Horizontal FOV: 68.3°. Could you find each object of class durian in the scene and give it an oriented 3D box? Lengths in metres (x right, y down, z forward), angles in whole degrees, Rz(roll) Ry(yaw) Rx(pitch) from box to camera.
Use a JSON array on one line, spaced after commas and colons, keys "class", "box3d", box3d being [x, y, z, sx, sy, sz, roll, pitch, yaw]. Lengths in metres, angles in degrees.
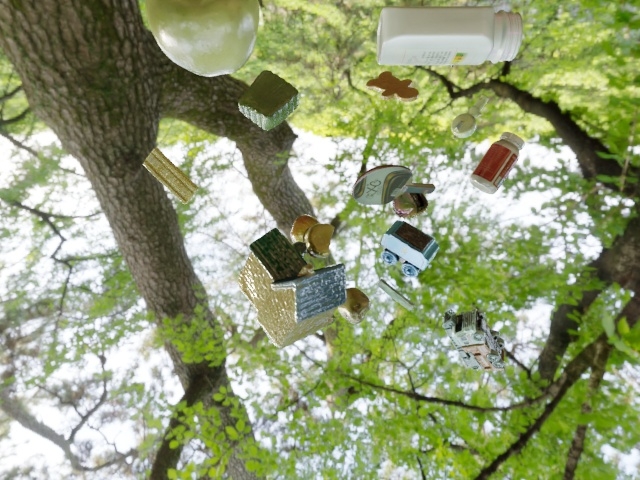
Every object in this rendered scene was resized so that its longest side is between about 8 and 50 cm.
[{"class": "durian", "box3d": [0.322, -0.140, 1.748, 0.119, 0.108, 0.186, 7, -130, -43]}]

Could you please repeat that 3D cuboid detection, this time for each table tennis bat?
[{"class": "table tennis bat", "box3d": [0.229, -0.165, 1.444, 0.301, 0.173, 0.022, 1, -127, -30]}]

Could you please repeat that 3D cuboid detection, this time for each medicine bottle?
[{"class": "medicine bottle", "box3d": [0.303, -0.487, 1.129, 0.324, 0.124, 0.179, 2, -179, 1]}, {"class": "medicine bottle", "box3d": [0.747, -0.326, 1.992, 0.131, 0.250, 0.131, 33, -178, -2]}]

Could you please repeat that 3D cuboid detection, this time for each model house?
[{"class": "model house", "box3d": [-0.100, 0.157, 1.880, 0.334, 0.342, 0.382, -15, -127, -48]}]

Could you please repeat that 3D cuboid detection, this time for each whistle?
[{"class": "whistle", "box3d": [0.759, -0.626, 2.400, 0.126, 0.258, 0.067, 43, -170, 35]}]

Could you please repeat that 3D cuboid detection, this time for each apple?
[{"class": "apple", "box3d": [-0.076, -0.045, 2.729, 0.196, 0.196, 0.196, -4, -156, 2]}, {"class": "apple", "box3d": [-0.355, -0.684, 1.442, 0.357, 0.357, 0.357, -4, -156, 2]}]

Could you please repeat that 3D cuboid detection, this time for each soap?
[{"class": "soap", "box3d": [-0.619, -0.267, 1.950, 0.252, 0.092, 0.037, 43, -161, 1]}]

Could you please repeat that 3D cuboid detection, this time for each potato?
[{"class": "potato", "box3d": [0.158, 0.309, 2.278, 0.154, 0.137, 0.200, -46, -146, -2]}]

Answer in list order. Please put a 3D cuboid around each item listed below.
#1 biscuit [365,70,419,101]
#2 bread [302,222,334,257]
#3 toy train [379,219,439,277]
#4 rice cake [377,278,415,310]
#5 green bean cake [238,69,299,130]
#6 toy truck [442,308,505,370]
[{"class": "biscuit", "box3d": [0.299, -0.613, 1.910, 0.158, 0.035, 0.240, -34, -128, -17]}, {"class": "bread", "box3d": [-0.008, -0.006, 2.003, 0.125, 0.156, 0.086, 22, 160, -16]}, {"class": "toy train", "box3d": [0.489, 0.043, 2.664, 0.300, 0.265, 0.188, 33, -124, 17]}, {"class": "rice cake", "box3d": [0.363, 0.262, 2.266, 0.211, 0.043, 0.034, 39, -152, 15]}, {"class": "green bean cake", "box3d": [-0.243, -0.644, 2.179, 0.222, 0.125, 0.248, 38, -112, 12]}, {"class": "toy truck", "box3d": [0.650, 0.425, 2.015, 0.184, 0.338, 0.133, -21, -148, 34]}]
